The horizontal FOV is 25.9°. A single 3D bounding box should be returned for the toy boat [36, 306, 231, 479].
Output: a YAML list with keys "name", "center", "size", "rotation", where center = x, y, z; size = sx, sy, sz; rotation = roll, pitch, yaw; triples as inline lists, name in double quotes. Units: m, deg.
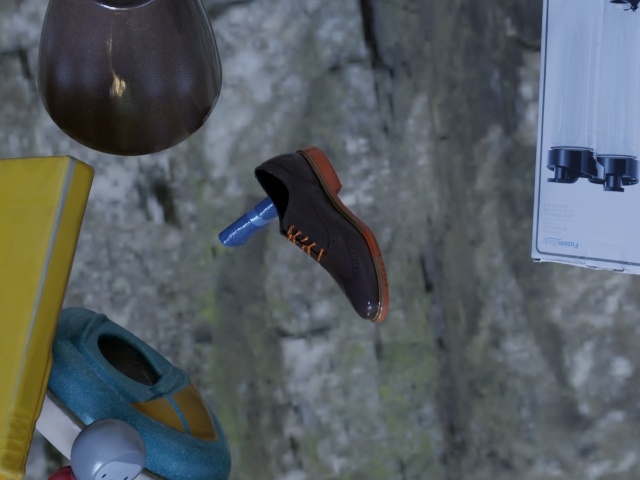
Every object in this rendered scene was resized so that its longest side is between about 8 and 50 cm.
- name: "toy boat"
  center: [-0.198, 0.184, 1.371]
  size: [0.148, 0.267, 0.318]
  rotation: [-49, 7, 19]

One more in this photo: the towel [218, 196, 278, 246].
- name: "towel"
  center: [-0.088, -0.032, 1.983]
  size: [0.029, 0.119, 0.067]
  rotation: [56, -160, 6]

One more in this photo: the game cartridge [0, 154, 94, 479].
- name: "game cartridge"
  center: [-0.369, 0.077, 1.362]
  size: [0.052, 0.285, 0.324]
  rotation: [31, -116, -53]

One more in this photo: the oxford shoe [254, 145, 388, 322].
- name: "oxford shoe"
  center: [0.000, 0.000, 1.791]
  size: [0.271, 0.098, 0.097]
  rotation: [60, 148, 30]

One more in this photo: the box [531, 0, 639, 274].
- name: "box"
  center: [0.259, -0.119, 1.096]
  size: [0.169, 0.087, 0.290]
  rotation: [6, 95, 54]

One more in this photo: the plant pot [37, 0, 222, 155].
- name: "plant pot"
  center: [-0.214, -0.239, 1.521]
  size: [0.230, 0.215, 0.215]
  rotation: [101, 158, -67]
